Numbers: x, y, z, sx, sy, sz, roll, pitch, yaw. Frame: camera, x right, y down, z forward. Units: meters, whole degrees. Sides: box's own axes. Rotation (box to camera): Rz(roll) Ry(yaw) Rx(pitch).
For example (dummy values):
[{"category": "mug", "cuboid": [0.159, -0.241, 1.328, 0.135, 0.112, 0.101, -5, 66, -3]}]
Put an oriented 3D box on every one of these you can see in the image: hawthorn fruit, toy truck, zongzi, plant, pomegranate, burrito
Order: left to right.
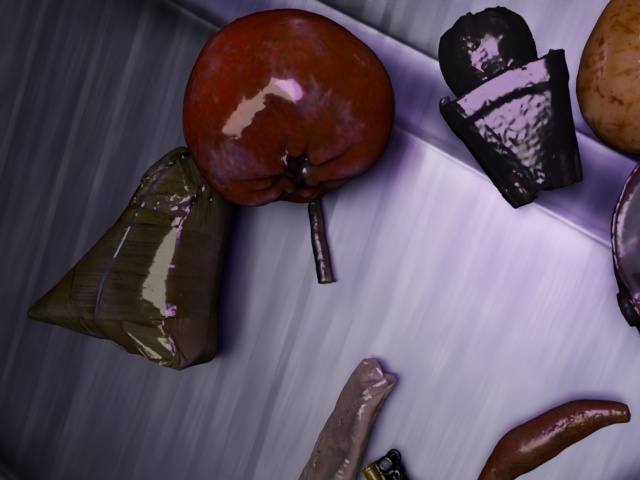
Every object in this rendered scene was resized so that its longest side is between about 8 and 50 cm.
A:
[{"category": "zongzi", "cuboid": [-0.308, 0.011, 1.068, 0.360, 0.160, 0.323, 7, 84, 27]}, {"category": "hawthorn fruit", "cuboid": [-0.051, -0.177, 0.919, 0.284, 0.284, 0.284, -1, 87, 20]}, {"category": "burrito", "cuboid": [0.038, 0.275, 0.965, 0.087, 0.060, 0.226, 29, 98, 40]}, {"category": "toy truck", "cuboid": [0.101, 0.342, 0.948, 0.054, 0.049, 0.083, -37, 75, 17]}, {"category": "plant", "cuboid": [0.242, -0.173, 0.876, 0.164, 0.142, 0.256, -21, 92, 18]}, {"category": "pomegranate", "cuboid": [0.403, -0.200, 0.779, 0.215, 0.215, 0.215, -1, 87, 20]}]

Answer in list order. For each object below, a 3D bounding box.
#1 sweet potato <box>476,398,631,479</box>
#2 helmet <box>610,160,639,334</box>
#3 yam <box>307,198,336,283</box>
[{"category": "sweet potato", "cuboid": [0.278, 0.272, 0.884, 0.078, 0.058, 0.255, 44, 107, -4]}, {"category": "helmet", "cuboid": [0.467, 0.046, 0.750, 0.271, 0.197, 0.338, -34, 74, 8]}, {"category": "yam", "cuboid": [0.000, 0.000, 1.016, 0.027, 0.033, 0.130, -17, 76, 44]}]
